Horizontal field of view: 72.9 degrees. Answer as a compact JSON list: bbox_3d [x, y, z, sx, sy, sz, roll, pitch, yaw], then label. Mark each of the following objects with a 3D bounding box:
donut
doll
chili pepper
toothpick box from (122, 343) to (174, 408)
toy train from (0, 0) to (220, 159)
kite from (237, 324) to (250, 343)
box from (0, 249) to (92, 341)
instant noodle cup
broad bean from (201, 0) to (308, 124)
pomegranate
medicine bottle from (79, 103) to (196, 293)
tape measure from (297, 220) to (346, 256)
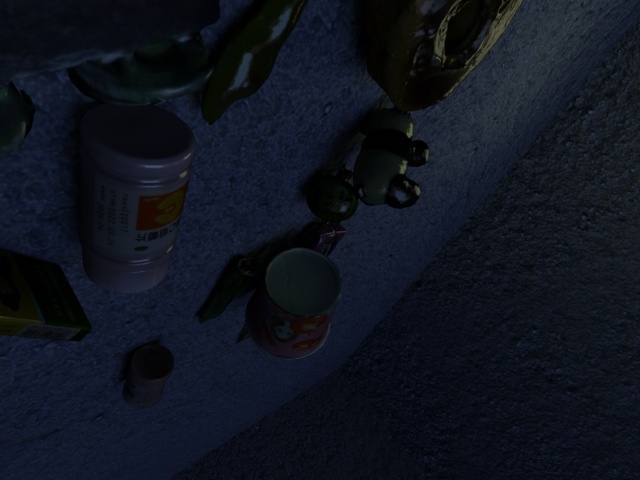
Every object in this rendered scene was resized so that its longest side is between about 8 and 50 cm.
[{"bbox_3d":[0.197,-0.381,0.710,0.330,0.160,0.330,-40,162,-16],"label":"donut"},{"bbox_3d":[0.145,-0.177,0.939,0.135,0.143,0.234,32,70,-46],"label":"doll"},{"bbox_3d":[-0.238,0.132,1.065,0.227,0.059,0.088,-47,157,20],"label":"chili pepper"},{"bbox_3d":[-0.423,0.334,1.061,0.098,0.098,0.149,-18,148,-45],"label":"toothpick box"},{"bbox_3d":[-0.213,-0.187,0.258,0.307,0.249,0.173,-31,158,-22],"label":"toy train"},{"bbox_3d":[-0.220,0.295,1.441,0.159,0.010,0.190,-43,159,1],"label":"kite"},{"bbox_3d":[-0.409,0.061,0.545,0.034,0.132,0.235,-40,158,1],"label":"box"},{"bbox_3d":[-0.063,0.153,1.111,0.243,0.243,0.231,-28,158,-30],"label":"instant noodle cup"},{"bbox_3d":[-0.068,-0.288,0.572,0.325,0.067,0.075,-52,-174,19],"label":"broad bean"},{"bbox_3d":[0.036,-0.113,1.002,0.162,0.122,0.122,-65,162,-14],"label":"pomegranate"},{"bbox_3d":[-0.257,-0.049,0.595,0.133,0.133,0.250,-20,149,-43],"label":"medicine bottle"},{"bbox_3d":[0.000,0.000,1.179,0.118,0.074,0.125,-13,142,-49],"label":"tape measure"}]
